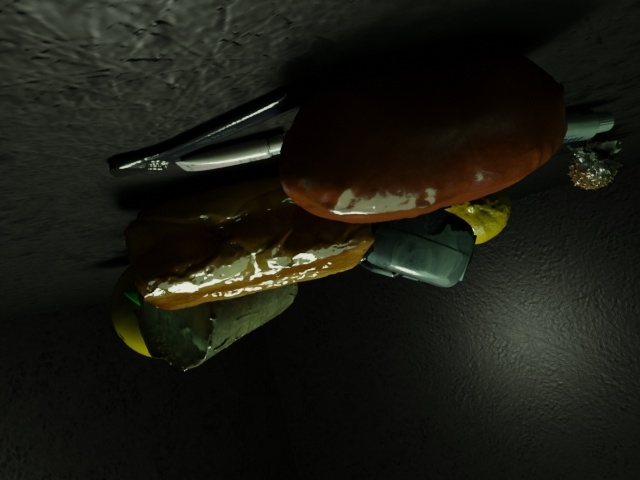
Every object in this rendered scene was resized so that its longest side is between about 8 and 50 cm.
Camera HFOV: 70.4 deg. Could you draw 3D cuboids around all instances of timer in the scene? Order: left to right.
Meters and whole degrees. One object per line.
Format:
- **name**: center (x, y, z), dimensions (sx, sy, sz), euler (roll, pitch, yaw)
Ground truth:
- **timer**: center (-0.366, 0.146, 1.058), dimensions (0.286, 0.284, 0.285), euler (-14, 176, -1)

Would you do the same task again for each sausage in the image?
- **sausage**: center (0.089, -0.087, 0.401), dimensions (0.259, 0.133, 0.133), euler (-14, 176, -9)

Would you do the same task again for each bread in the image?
- **bread**: center (-0.094, -0.011, 0.650), dimensions (0.344, 0.148, 0.195), euler (-13, 164, -10)

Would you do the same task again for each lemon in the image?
- **lemon**: center (0.356, -0.079, 1.073), dimensions (0.181, 0.180, 0.193), euler (-16, 152, 23)

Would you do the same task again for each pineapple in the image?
- **pineapple**: center (0.649, -0.191, 1.078), dimensions (0.125, 0.125, 0.251), euler (-16, 170, 25)

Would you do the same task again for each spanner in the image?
- **spanner**: center (-0.112, -0.092, 0.412), dimensions (0.209, 0.012, 0.046), euler (-16, 174, 22)

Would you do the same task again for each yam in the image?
- **yam**: center (-0.183, 0.100, 0.873), dimensions (0.195, 0.195, 0.300), euler (-17, -176, 30)

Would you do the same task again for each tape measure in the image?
- **tape measure**: center (0.167, 0.004, 0.891), dimensions (0.275, 0.147, 0.256), euler (18, 179, -42)

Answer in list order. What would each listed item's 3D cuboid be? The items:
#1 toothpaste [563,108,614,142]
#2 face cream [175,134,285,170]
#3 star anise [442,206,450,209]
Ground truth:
- **toothpaste**: center (0.313, -0.164, 0.696), dimensions (0.297, 0.048, 0.075), euler (-11, 175, -11)
- **face cream**: center (-0.091, -0.089, 0.471), dimensions (0.115, 0.020, 0.038), euler (-11, 176, 1)
- **star anise**: center (0.242, -0.105, 0.857), dimensions (0.214, 0.098, 0.220), euler (-6, -179, 35)
